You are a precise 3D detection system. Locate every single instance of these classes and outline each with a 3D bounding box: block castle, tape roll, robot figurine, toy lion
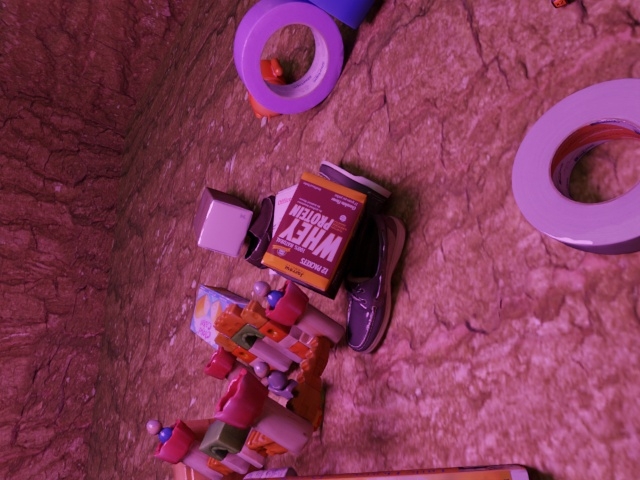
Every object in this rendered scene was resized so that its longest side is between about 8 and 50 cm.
[{"bbox_3d":[-0.172,0.295,0.864,0.453,0.212,0.303,-45,14,43],"label":"block castle"},{"bbox_3d":[0.378,-0.094,0.545,0.219,0.072,0.220,-20,63,45],"label":"tape roll"},{"bbox_3d":[-0.081,-0.477,1.066,0.275,0.274,0.090,-54,43,25],"label":"tape roll"},{"bbox_3d":[-0.169,-0.478,1.297,0.157,0.128,0.220,-25,55,12],"label":"robot figurine"},{"bbox_3d":[-0.023,0.363,0.890,0.034,0.096,0.100,-8,32,49],"label":"toy lion"}]

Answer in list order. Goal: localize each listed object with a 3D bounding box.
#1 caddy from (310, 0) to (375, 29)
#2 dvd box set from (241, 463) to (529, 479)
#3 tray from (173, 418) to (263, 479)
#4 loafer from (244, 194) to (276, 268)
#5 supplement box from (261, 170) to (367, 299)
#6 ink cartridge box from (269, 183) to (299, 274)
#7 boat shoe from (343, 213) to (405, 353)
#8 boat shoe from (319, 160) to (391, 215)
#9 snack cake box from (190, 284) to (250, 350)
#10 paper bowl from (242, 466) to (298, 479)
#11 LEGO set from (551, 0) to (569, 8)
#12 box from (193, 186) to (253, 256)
[{"bbox_3d":[0.005,-0.667,0.971,0.179,0.341,0.241,-56,35,27],"label":"caddy"},{"bbox_3d":[0.088,0.480,0.540,0.419,0.062,0.308,-9,67,11],"label":"dvd box set"},{"bbox_3d":[-0.215,0.623,0.936,0.076,0.202,0.411,-49,45,32],"label":"tray"},{"bbox_3d":[-0.170,-0.029,1.190,0.080,0.078,0.220,1,79,51],"label":"loafer"},{"bbox_3d":[0.000,0.000,0.825,0.128,0.194,0.192,23,81,11],"label":"supplement box"},{"bbox_3d":[-0.044,-0.023,1.024,0.158,0.092,0.218,-12,71,48],"label":"ink cartridge box"},{"bbox_3d":[0.091,0.083,0.823,0.102,0.092,0.286,17,92,51],"label":"boat shoe"},{"bbox_3d":[0.061,-0.122,0.935,0.227,0.081,0.069,36,102,47],"label":"boat shoe"},{"bbox_3d":[-0.297,0.238,1.254,0.264,0.089,0.152,9,85,52],"label":"snack cake box"},{"bbox_3d":[-0.054,0.568,0.737,0.147,0.284,0.285,-9,64,2],"label":"paper bowl"},{"bbox_3d":[0.439,-0.481,0.608,0.244,0.060,0.183,-38,48,38],"label":"LEGO set"},{"bbox_3d":[-0.313,-0.067,1.282,0.148,0.121,0.311,-70,23,5],"label":"box"}]
